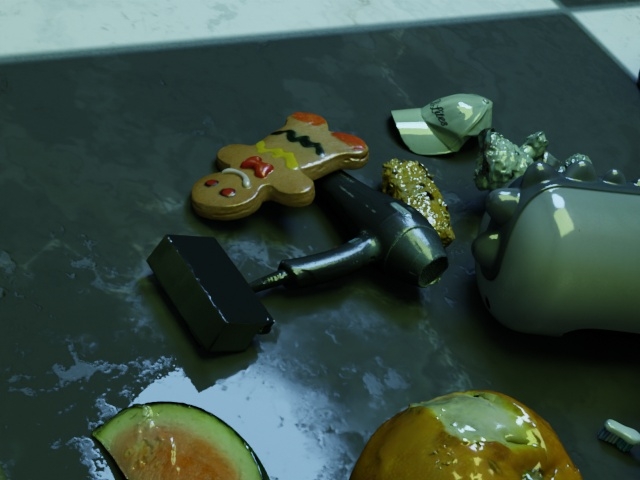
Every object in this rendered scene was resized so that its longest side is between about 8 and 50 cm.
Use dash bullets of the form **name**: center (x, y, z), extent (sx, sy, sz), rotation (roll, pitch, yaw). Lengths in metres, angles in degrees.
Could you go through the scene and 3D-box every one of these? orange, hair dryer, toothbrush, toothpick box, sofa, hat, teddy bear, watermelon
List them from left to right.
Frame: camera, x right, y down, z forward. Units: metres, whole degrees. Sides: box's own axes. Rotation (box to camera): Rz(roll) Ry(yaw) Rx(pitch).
- **watermelon**: center (-0.119, 0.233, 1.271), extent (0.119, 0.063, 0.245), rotation (-41, 57, -21)
- **sofa**: center (-0.128, 0.064, 1.482), extent (0.085, 0.060, 0.147), rotation (1, 42, -50)
- **hair dryer**: center (0.000, 0.000, 1.595), extent (0.271, 0.091, 0.235), rotation (-20, 47, -36)
- **hat**: center (0.182, -0.183, 1.892), extent (0.166, 0.081, 0.122), rotation (-1, 43, -14)
- **orange**: center (0.141, 0.266, 1.254), extent (0.240, 0.240, 0.240), rotation (14, 41, -12)
- **teddy bear**: center (0.275, -0.089, 1.795), extent (0.213, 0.111, 0.133), rotation (21, 75, -31)
- **toothpick box**: center (0.336, 0.012, 1.627), extent (0.316, 0.229, 0.229), rotation (7, 43, -20)
- **toothbrush**: center (0.472, 0.290, 1.543), extent (0.304, 0.030, 0.030), rotation (26, 40, 2)

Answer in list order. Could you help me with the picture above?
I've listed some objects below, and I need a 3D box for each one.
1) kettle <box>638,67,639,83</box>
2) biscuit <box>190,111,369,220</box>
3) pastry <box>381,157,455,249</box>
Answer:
- **kettle**: center (0.644, -0.343, 2.162), extent (0.161, 0.236, 0.221), rotation (25, 45, 1)
- **biscuit**: center (-0.060, -0.095, 1.655), extent (0.250, 0.036, 0.165), rotation (-30, 43, -33)
- **pastry**: center (0.128, -0.048, 1.726), extent (0.080, 0.056, 0.140), rotation (1, 51, -15)
